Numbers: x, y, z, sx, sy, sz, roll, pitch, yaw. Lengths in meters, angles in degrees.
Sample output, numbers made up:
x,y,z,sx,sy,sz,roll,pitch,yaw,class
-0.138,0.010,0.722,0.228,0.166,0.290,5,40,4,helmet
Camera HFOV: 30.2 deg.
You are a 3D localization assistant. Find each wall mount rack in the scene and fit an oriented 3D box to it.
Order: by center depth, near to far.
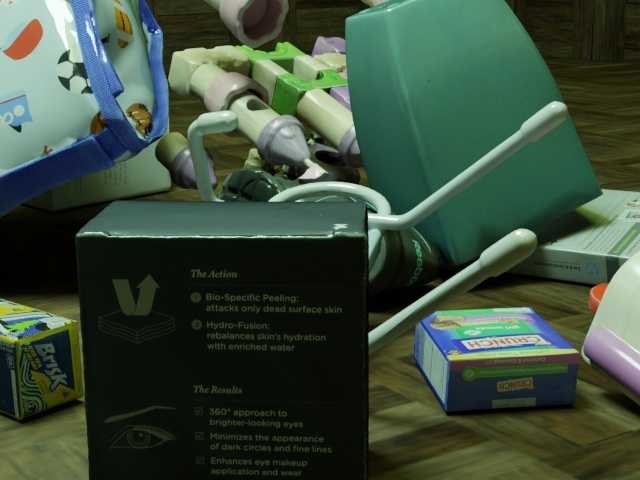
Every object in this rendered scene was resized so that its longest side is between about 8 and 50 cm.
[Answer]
x,y,z,sx,sy,sz,roll,pitch,yaw,class
0.014,-0.005,0.854,0.304,0.131,0.350,3,30,16,wall mount rack

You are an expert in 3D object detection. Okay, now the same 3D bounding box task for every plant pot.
x,y,z,sx,sy,sz,roll,pitch,yaw,class
0.125,-0.123,1.127,0.165,0.234,0.165,-25,15,-15,plant pot

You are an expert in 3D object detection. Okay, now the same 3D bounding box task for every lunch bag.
x,y,z,sx,sy,sz,roll,pitch,yaw,class
-0.333,-0.150,1.182,0.327,0.239,0.385,-23,38,8,lunch bag

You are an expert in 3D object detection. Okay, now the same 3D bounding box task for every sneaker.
x,y,z,sx,sy,sz,roll,pitch,yaw,class
0.000,0.000,1.119,0.106,0.101,0.267,6,11,-43,sneaker

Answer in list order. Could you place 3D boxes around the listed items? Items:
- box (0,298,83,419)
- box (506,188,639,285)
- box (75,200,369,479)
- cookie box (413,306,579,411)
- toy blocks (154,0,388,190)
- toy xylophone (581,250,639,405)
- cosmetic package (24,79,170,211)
x,y,z,sx,sy,sz,roll,pitch,yaw,class
-0.242,0.075,0.844,0.168,0.059,0.054,11,19,40,box
0.267,-0.006,1.130,0.186,0.038,0.145,8,29,34,box
-0.049,0.061,0.678,0.155,0.158,0.093,1,13,4,box
0.121,0.081,0.834,0.091,0.040,0.107,-2,14,-8,cookie box
0.003,-0.133,1.313,0.288,0.309,0.260,-12,40,-40,toy blocks
0.348,0.060,0.803,0.322,0.081,0.236,-5,27,-21,toy xylophone
-0.309,-0.133,1.513,0.151,0.152,0.183,13,19,42,cosmetic package
